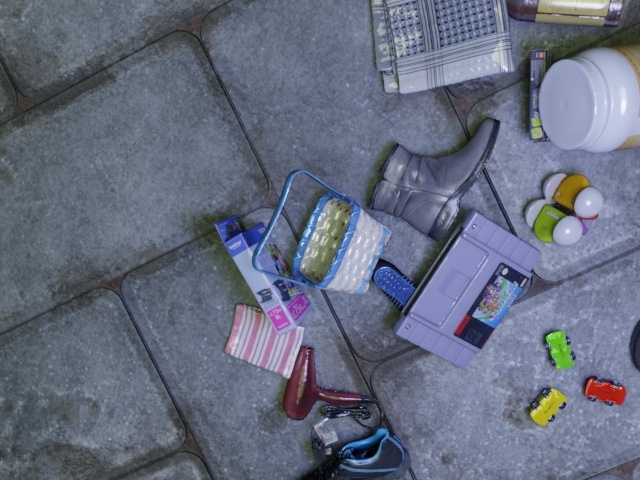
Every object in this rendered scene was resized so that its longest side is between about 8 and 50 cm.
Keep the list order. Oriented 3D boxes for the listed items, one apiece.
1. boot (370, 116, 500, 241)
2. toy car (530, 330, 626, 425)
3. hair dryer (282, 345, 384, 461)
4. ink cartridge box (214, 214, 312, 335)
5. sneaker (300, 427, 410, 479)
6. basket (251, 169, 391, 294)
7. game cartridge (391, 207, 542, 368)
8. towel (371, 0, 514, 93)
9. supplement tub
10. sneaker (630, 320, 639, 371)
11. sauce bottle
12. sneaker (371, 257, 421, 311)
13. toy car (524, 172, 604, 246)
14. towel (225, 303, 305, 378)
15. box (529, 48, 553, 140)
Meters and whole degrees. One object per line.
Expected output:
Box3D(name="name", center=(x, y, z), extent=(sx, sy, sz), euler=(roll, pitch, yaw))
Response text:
Box3D(name="boot", center=(0.273, -0.185, 1.682), extent=(0.223, 0.118, 0.338), euler=(30, 94, 7))
Box3D(name="toy car", center=(0.616, 0.328, 1.729), extent=(0.239, 0.053, 0.225), euler=(-18, 94, 7))
Box3D(name="hair dryer", center=(0.012, 0.405, 1.805), extent=(0.224, 0.080, 0.293), euler=(-31, 98, -7))
Box3D(name="ink cartridge box", center=(-0.136, 0.070, 1.711), extent=(0.065, 0.186, 0.311), euler=(-32, 92, 15))
Box3D(name="sneaker", center=(0.053, 0.583, 1.764), extent=(0.341, 0.125, 0.139), euler=(-28, 124, 0))
Box3D(name="basket", center=(0.000, 0.000, 1.647), extent=(0.289, 0.201, 0.254), euler=(27, 88, -34))
Box3D(name="game cartridge", center=(0.362, 0.126, 1.695), extent=(0.230, 0.068, 0.355), euler=(29, 99, -15))
Box3D(name="towel", center=(0.273, -0.518, 1.626), extent=(0.324, 0.056, 0.312), euler=(-6, 96, 25))
Box3D(name="supplement tub", center=(0.669, -0.314, 1.520), extent=(0.316, 0.228, 0.228), euler=(-9, 96, -17))
Box3D(name="sneaker", center=(0.850, 0.201, 1.653), extent=(0.109, 0.130, 0.286), euler=(28, 100, 0))
Box3D(name="sauce bottle", center=(0.520, -0.562, 1.607), extent=(0.344, 0.111, 0.111), euler=(9, 97, 11))
Box3D(name="sneaker", center=(0.209, 0.129, 1.742), extent=(0.081, 0.090, 0.232), euler=(-40, 112, 7))
Box3D(name="toy car", center=(0.595, -0.064, 1.657), extent=(0.136, 0.159, 0.182), euler=(28, 100, -35))
Box3D(name="towel", center=(-0.146, 0.259, 1.789), extent=(0.197, 0.029, 0.144), euler=(18, 99, 20))
Box3D(name="box", center=(0.522, -0.338, 1.632), extent=(0.036, 0.114, 0.207), euler=(2, 97, 27))
